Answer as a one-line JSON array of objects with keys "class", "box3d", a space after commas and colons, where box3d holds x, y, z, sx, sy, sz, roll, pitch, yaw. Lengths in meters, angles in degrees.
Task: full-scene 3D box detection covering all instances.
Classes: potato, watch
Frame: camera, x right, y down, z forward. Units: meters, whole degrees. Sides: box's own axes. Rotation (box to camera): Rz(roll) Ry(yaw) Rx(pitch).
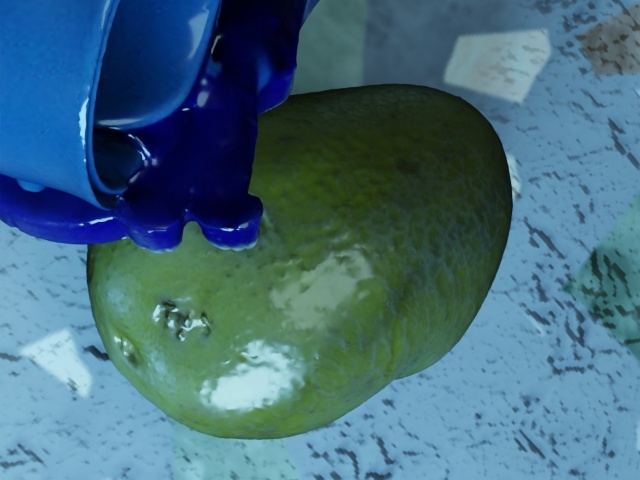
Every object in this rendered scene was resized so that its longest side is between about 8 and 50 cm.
[{"class": "potato", "box3d": [0.000, 0.000, 0.925, 0.251, 0.159, 0.174, -27, 94, -24]}, {"class": "watch", "box3d": [-0.101, -0.104, 0.796, 0.171, 0.200, 0.196, 9, 62, 7]}]
